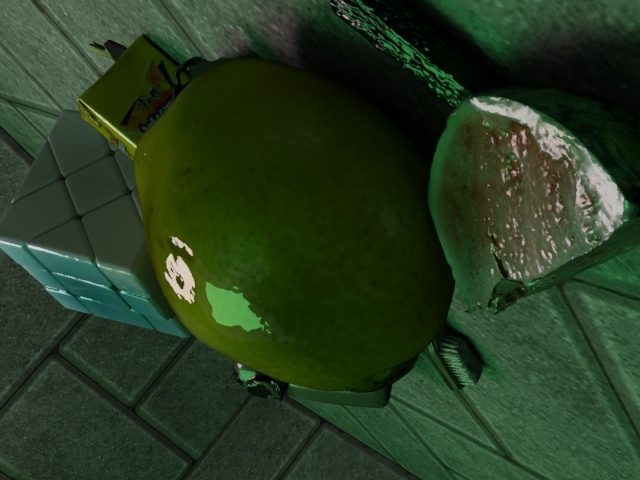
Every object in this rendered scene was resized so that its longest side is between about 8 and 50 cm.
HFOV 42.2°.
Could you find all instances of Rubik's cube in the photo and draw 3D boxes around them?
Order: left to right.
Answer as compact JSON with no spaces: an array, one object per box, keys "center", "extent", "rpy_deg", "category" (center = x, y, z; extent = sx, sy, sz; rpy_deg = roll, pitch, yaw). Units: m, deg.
[{"center":[-0.387,-0.031,1.661],"extent":[0.322,0.318,0.316],"rpy_deg":[13,154,17],"category":"Rubik's cube"}]

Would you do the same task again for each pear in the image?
[{"center":[-0.029,-0.019,0.984],"extent":[0.418,0.362,0.362],"rpy_deg":[49,166,12],"category":"pear"}]

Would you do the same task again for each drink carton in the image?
[{"center":[-0.210,-0.154,1.357],"extent":[0.351,0.154,0.111],"rpy_deg":[40,164,-5],"category":"drink carton"}]

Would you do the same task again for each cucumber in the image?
[{"center":[0.093,-0.186,0.787],"extent":[0.187,0.058,0.058],"rpy_deg":[39,164,-4],"category":"cucumber"}]

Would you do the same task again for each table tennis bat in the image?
[{"center":[-0.364,-0.326,1.487],"extent":[0.157,0.013,0.087],"rpy_deg":[28,161,33],"category":"table tennis bat"}]

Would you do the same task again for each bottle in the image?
[{"center":[-0.016,0.274,1.821],"extent":[0.347,0.168,0.168],"rpy_deg":[2,154,10],"category":"bottle"}]

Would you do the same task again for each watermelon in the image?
[{"center":[0.208,-0.036,0.718],"extent":[0.224,0.180,0.305],"rpy_deg":[23,161,-3],"category":"watermelon"}]

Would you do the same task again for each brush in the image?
[{"center":[0.213,0.164,1.475],"extent":[0.065,0.070,0.327],"rpy_deg":[0,140,38],"category":"brush"}]

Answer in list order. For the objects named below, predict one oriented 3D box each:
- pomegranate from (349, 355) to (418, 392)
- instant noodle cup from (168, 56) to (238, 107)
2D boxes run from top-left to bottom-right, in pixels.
[{"center":[0.082,0.172,1.576],"extent":[0.211,0.211,0.263],"rpy_deg":[42,-162,-12],"category":"pomegranate"},{"center":[-0.138,-0.168,1.172],"extent":[0.208,0.178,0.125],"rpy_deg":[66,168,-21],"category":"instant noodle cup"}]
